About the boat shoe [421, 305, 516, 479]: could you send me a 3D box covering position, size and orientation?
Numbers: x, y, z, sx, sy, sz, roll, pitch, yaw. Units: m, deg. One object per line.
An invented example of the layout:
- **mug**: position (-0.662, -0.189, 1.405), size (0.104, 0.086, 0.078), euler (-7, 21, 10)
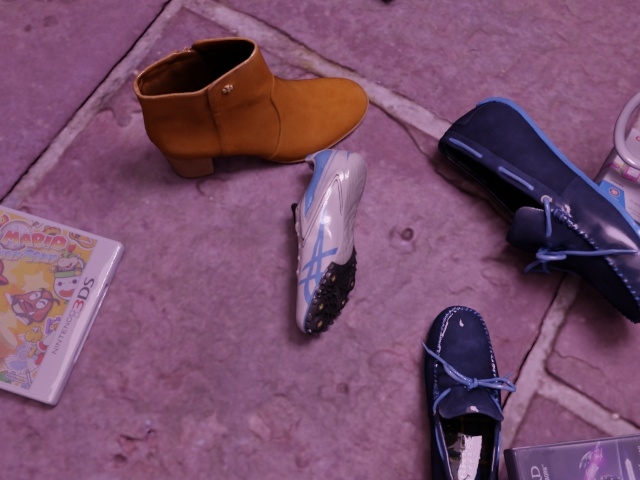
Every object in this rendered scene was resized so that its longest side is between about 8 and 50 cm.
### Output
- **boat shoe**: position (0.174, 0.195, 0.773), size (0.109, 0.089, 0.258), euler (-3, 70, -4)

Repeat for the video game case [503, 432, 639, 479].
- **video game case**: position (0.334, 0.308, 0.734), size (0.274, 0.026, 0.196), euler (0, 68, -19)

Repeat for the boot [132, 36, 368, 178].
- **boot**: position (-0.066, -0.173, 0.835), size (0.295, 0.211, 0.104), euler (-21, 72, -11)

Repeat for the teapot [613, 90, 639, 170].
- **teapot**: position (0.487, -0.044, 0.798), size (0.253, 0.187, 0.256), euler (24, 46, -32)

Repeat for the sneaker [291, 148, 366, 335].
- **sneaker**: position (0.000, 0.000, 0.851), size (0.086, 0.085, 0.237), euler (2, 70, 26)

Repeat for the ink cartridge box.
- **ink cartridge box**: position (0.411, -0.072, 0.907), size (0.089, 0.052, 0.122), euler (33, 70, 8)

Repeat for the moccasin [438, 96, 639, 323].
- **moccasin**: position (0.274, -0.025, 0.857), size (0.117, 0.137, 0.342), euler (-31, 60, -9)

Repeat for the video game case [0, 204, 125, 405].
- **video game case**: position (-0.379, 0.064, 0.828), size (0.227, 0.026, 0.206), euler (17, 69, 4)
